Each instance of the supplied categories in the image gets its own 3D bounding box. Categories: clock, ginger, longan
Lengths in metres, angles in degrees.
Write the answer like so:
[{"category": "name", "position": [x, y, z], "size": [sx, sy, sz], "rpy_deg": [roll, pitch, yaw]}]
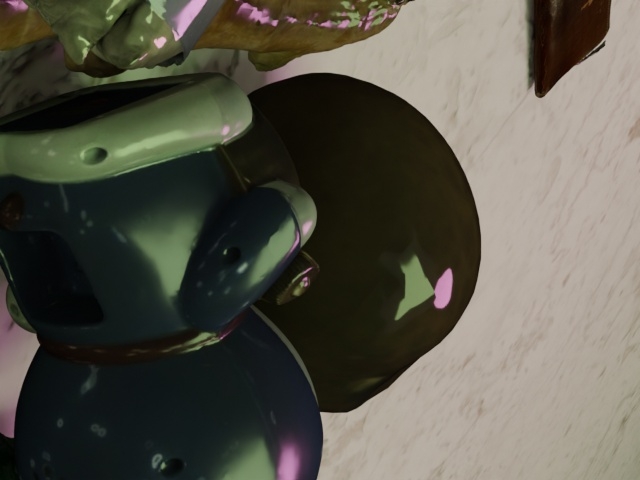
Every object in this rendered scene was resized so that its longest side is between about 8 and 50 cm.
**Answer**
[{"category": "clock", "position": [-0.086, 0.047, 0.684], "size": [0.146, 0.199, 0.243], "rpy_deg": [-28, 112, -45]}, {"category": "ginger", "position": [-0.075, -0.127, 0.648], "size": [0.333, 0.081, 0.148], "rpy_deg": [4, 116, -58]}, {"category": "longan", "position": [0.000, 0.000, 0.813], "size": [0.198, 0.198, 0.212], "rpy_deg": [-53, 179, -10]}]

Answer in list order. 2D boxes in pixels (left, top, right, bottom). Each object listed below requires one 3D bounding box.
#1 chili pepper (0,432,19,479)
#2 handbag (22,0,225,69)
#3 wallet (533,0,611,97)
[{"category": "chili pepper", "position": [-0.191, 0.147, 0.741], "size": [0.270, 0.099, 0.136], "rpy_deg": [19, 91, -62]}, {"category": "handbag", "position": [-0.057, -0.137, 0.499], "size": [0.095, 0.117, 0.173], "rpy_deg": [42, 75, -29]}, {"category": "wallet", "position": [0.205, -0.199, 1.151], "size": [0.095, 0.026, 0.176], "rpy_deg": [-44, 152, -15]}]
